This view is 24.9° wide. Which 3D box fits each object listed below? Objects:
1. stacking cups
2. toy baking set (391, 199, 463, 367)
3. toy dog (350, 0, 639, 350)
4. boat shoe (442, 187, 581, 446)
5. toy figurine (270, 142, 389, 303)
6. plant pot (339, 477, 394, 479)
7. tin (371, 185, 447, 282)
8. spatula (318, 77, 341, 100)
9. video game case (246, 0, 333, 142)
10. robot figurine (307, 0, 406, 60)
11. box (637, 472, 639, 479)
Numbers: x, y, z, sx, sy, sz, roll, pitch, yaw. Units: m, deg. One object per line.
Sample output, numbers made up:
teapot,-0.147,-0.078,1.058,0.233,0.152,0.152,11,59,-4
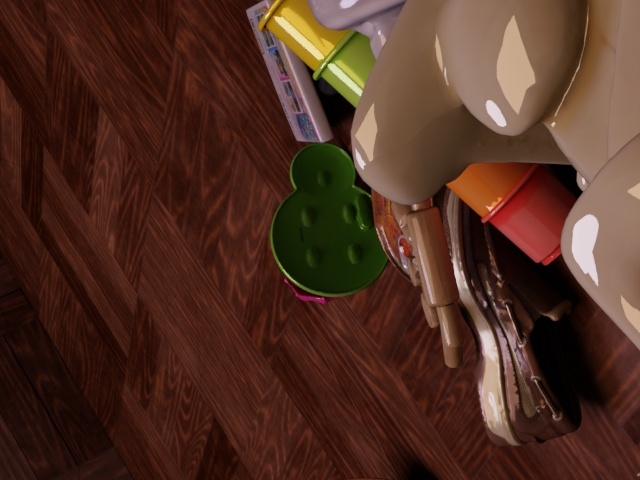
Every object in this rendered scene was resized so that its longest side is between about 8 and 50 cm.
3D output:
stacking cups,0.095,-0.109,1.225,0.316,0.096,0.096,42,155,-2
toy baking set,0.082,-0.011,1.329,0.197,0.030,0.256,-136,31,-78
toy dog,0.280,-0.086,0.790,0.408,0.284,0.395,38,110,48
boat shoe,0.184,0.057,1.312,0.095,0.095,0.257,-8,102,30
toy figurine,0.000,0.000,1.600,0.159,0.130,0.173,111,152,-70
plant pot,0.060,0.451,1.720,0.291,0.291,0.203,52,169,26
tin,0.093,-0.043,1.436,0.106,0.040,0.190,43,148,47
spatula,0.010,-0.203,1.375,0.296,0.084,0.030,88,159,-66
video game case,-0.034,-0.179,1.540,0.143,0.019,0.157,-159,47,-78
robot figurine,0.050,-0.294,1.075,0.300,0.200,0.353,-21,96,27
box,0.353,0.280,1.191,0.232,0.058,0.087,63,156,4
